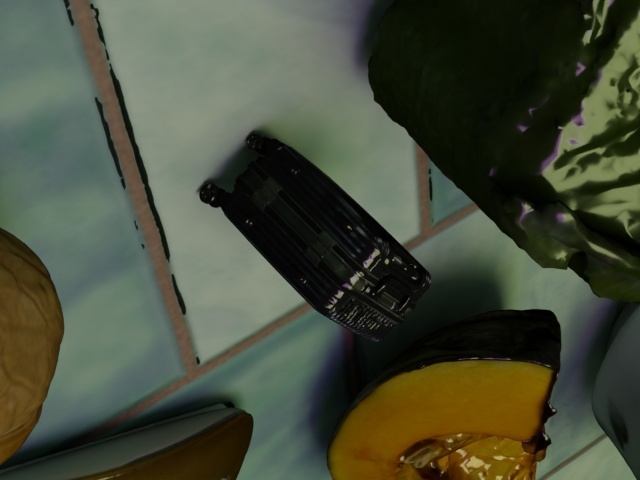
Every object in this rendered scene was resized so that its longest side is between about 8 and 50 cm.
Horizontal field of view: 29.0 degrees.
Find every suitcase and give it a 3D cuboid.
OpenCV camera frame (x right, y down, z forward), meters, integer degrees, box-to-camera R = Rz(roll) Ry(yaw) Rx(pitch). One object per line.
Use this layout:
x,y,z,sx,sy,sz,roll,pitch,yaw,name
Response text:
0.000,0.000,0.714,0.059,0.126,0.086,-49,145,6,suitcase

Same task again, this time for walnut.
-0.197,0.048,0.568,0.144,0.144,0.180,-51,148,11,walnut

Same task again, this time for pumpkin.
0.097,0.143,0.995,0.169,0.148,0.312,2,134,7,pumpkin

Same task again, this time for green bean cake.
0.231,-0.126,0.685,0.335,0.218,0.319,20,110,-35,green bean cake

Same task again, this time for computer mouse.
-0.144,0.180,0.826,0.245,0.056,0.126,-12,135,-38,computer mouse

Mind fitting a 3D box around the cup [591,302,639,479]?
0.390,0.111,1.180,0.347,0.163,0.347,-26,141,-23,cup
